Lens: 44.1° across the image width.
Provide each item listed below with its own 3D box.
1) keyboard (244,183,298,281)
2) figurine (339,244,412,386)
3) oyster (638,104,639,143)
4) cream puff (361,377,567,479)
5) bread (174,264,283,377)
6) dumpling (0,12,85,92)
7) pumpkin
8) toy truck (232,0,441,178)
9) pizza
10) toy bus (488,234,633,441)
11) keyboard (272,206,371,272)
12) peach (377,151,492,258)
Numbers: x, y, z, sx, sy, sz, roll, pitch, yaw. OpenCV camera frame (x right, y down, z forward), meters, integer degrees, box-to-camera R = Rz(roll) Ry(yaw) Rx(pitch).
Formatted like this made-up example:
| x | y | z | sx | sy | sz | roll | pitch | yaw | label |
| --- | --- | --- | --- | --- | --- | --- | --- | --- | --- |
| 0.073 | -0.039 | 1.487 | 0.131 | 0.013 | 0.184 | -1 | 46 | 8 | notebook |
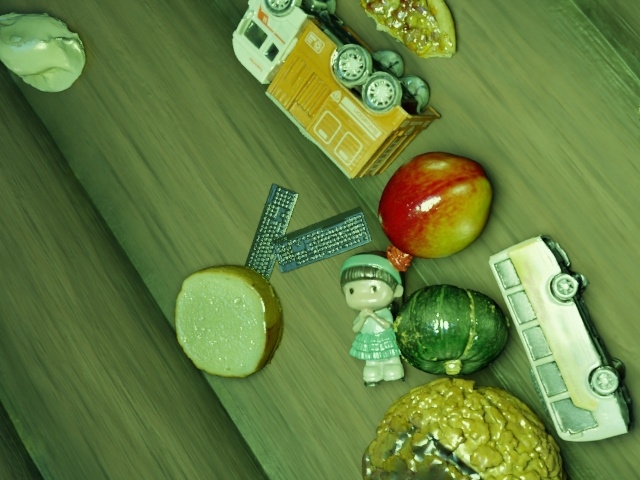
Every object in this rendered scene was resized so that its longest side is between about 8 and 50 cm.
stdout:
| x | y | z | sx | sy | sz | roll | pitch | yaw | label |
| --- | --- | --- | --- | --- | --- | --- | --- | --- | --- |
| -0.102 | -0.011 | 1.574 | 0.063 | 0.010 | 0.198 | 22 | 99 | 21 | keyboard |
| 0.111 | 0.134 | 1.432 | 0.137 | 0.110 | 0.246 | -7 | 90 | 14 | figurine |
| 0.588 | -0.269 | 1.244 | 0.166 | 0.094 | 0.294 | 44 | 117 | 37 | oyster |
| 0.234 | 0.398 | 1.306 | 0.327 | 0.231 | 0.343 | -15 | 84 | 19 | cream puff |
| -0.182 | 0.160 | 1.572 | 0.236 | 0.070 | 0.236 | 1 | 93 | 25 | bread |
| -0.635 | -0.412 | 1.763 | 0.247 | 0.142 | 0.173 | 17 | 132 | 16 | dumpling |
| 0.218 | 0.154 | 1.338 | 0.190 | 0.190 | 0.146 | 10 | 58 | 23 | pumpkin |
| 0.012 | -0.298 | 1.441 | 0.387 | 0.173 | 0.207 | 47 | 116 | 14 | toy truck |
| 0.155 | -0.418 | 1.438 | 0.127 | 0.058 | 0.246 | -41 | 72 | 19 | pizza |
| 0.399 | 0.160 | 1.306 | 0.138 | 0.097 | 0.343 | -24 | 80 | 24 | toy bus |
| -0.001 | 0.000 | 1.524 | 0.196 | 0.015 | 0.074 | -20 | 85 | 19 | keyboard |
| 0.186 | -0.058 | 1.351 | 0.197 | 0.197 | 0.197 | 0 | 90 | 24 | peach |
